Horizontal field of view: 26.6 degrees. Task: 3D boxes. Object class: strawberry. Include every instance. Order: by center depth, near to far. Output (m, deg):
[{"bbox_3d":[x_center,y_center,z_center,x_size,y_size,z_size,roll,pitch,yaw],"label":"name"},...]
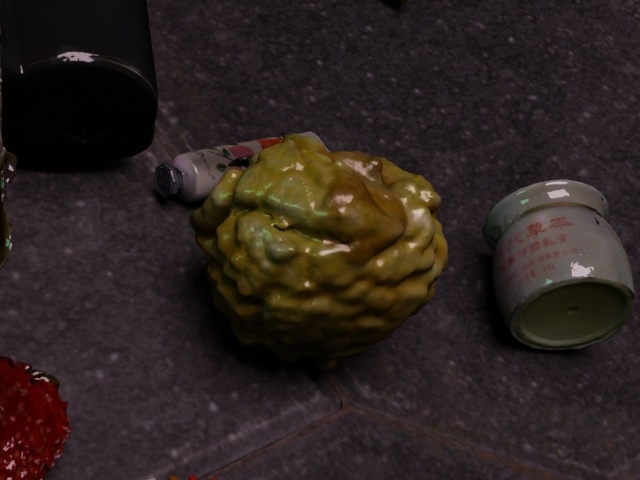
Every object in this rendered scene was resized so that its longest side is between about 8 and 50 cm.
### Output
[{"bbox_3d":[-0.288,0.176,1.130,0.167,0.087,0.208,12,52,-19],"label":"strawberry"}]

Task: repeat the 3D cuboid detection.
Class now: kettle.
[{"bbox_3d":[-0.279,-0.258,1.372,0.203,0.262,0.308,-15,59,1],"label":"kettle"}]

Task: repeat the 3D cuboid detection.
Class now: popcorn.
[{"bbox_3d":[-0.003,-0.001,1.322,0.249,0.249,0.225,3,40,-24],"label":"popcorn"}]

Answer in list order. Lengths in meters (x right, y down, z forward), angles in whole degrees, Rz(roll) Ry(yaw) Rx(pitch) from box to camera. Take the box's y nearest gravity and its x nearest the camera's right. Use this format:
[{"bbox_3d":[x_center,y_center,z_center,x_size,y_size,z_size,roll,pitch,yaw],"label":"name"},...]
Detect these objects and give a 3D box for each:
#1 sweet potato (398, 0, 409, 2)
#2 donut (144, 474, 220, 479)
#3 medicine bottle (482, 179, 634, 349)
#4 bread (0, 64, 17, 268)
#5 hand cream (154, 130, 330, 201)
[{"bbox_3d":[0.067,-0.395,1.778,0.065,0.051,0.218,-15,62,-31],"label":"sweet potato"},{"bbox_3d":[-0.130,0.317,1.064,0.259,0.136,0.345,42,47,6],"label":"donut"},{"bbox_3d":[0.257,0.026,1.469,0.147,0.147,0.143,8,50,-20],"label":"medicine bottle"},{"bbox_3d":[-0.349,-0.036,1.117,0.242,0.346,0.405,40,34,-10],"label":"bread"},{"bbox_3d":[-0.073,-0.078,1.469,0.234,0.050,0.080,-12,56,-40],"label":"hand cream"}]
